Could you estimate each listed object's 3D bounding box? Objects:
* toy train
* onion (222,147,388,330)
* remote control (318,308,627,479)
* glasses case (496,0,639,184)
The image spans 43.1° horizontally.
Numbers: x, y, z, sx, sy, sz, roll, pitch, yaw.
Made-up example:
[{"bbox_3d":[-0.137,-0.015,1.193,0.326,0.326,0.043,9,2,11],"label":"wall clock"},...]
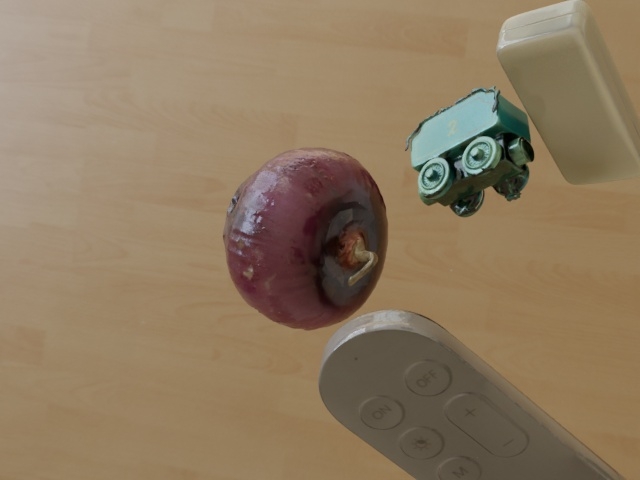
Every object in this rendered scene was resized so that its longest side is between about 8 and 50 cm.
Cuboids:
[{"bbox_3d":[0.238,-0.138,1.291,0.203,0.112,0.163,-24,53,38],"label":"toy train"},{"bbox_3d":[-0.008,-0.002,0.782,0.153,0.177,0.177,-9,86,23],"label":"onion"},{"bbox_3d":[0.099,0.121,0.443,0.245,0.022,0.077,40,117,-18],"label":"remote control"},{"bbox_3d":[0.383,-0.210,1.214,0.131,0.313,0.070,-7,49,38],"label":"glasses case"}]
